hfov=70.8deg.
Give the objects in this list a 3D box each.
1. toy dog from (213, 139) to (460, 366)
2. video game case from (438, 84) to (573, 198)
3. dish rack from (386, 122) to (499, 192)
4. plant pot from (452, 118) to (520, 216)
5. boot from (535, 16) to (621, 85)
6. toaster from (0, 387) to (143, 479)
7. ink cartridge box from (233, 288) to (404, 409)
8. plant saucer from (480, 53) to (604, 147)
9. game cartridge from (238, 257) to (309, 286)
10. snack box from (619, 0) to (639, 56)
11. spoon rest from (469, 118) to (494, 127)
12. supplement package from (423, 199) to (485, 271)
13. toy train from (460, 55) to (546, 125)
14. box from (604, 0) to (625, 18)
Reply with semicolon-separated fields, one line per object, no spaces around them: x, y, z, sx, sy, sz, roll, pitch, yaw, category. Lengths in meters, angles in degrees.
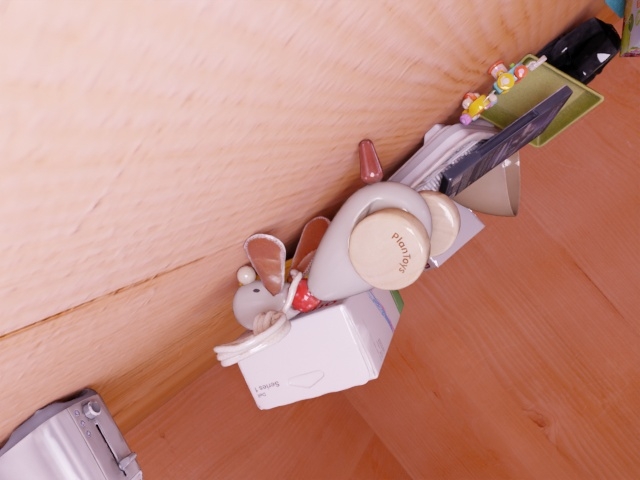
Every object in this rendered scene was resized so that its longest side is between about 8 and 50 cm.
0.000;0.000;0.557;0.333;0.161;0.220;-26;180;10;toy dog
0.362;-0.182;0.920;0.274;0.026;0.196;-37;166;3;video game case
0.237;-0.145;0.946;0.285;0.072;0.332;-45;163;34;dish rack
0.438;-0.202;1.260;0.190;0.285;0.284;-2;-164;30;plant pot
0.602;-0.396;1.177;0.445;0.146;0.367;-38;167;-49;boot
-0.328;0.300;0.532;0.227;0.146;0.129;-40;174;-1;toaster
0.011;0.140;0.756;0.201;0.117;0.278;-23;-175;22;ink cartridge box
0.466;-0.307;0.977;0.045;0.188;0.188;-67;-172;-27;plant saucer
0.040;0.024;0.842;0.323;0.053;0.285;-21;175;9;game cartridge
0.649;-0.467;0.852;0.070;0.175;0.207;4;-175;12;snack box
0.317;-0.199;1.125;0.276;0.084;0.137;-39;-168;17;spoon rest
0.338;-0.067;1.428;0.204;0.262;0.145;-39;174;-10;supplement package
0.290;-0.258;0.765;0.125;0.046;0.166;-38;177;-32;toy train
0.738;-0.597;0.953;0.100;0.060;0.244;-39;174;-14;box
